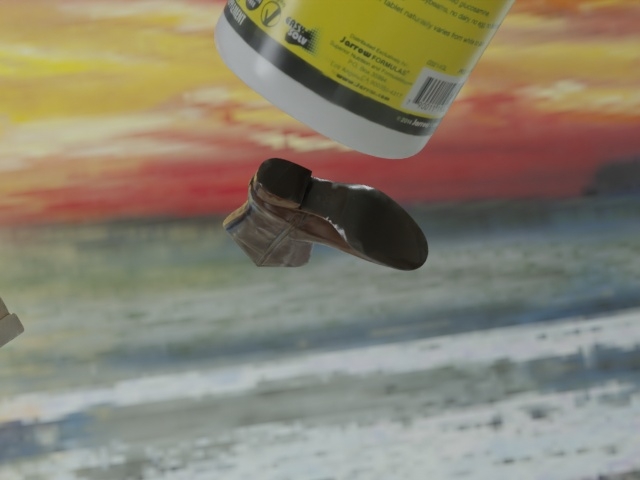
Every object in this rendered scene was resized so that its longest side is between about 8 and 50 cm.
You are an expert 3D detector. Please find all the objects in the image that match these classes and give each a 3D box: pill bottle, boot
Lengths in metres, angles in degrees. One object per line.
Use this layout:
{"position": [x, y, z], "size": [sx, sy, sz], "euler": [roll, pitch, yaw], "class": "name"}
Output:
{"position": [0.075, -0.244, 1.335], "size": [0.188, 0.188, 0.334], "euler": [3, -58, -57], "class": "pill bottle"}
{"position": [0.000, 0.000, 1.007], "size": [0.106, 0.037, 0.114], "euler": [30, -23, -1], "class": "boot"}

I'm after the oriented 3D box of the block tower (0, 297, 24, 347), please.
{"position": [-0.339, -0.053, 1.255], "size": [0.091, 0.335, 0.097], "euler": [-18, 14, 44], "class": "block tower"}
